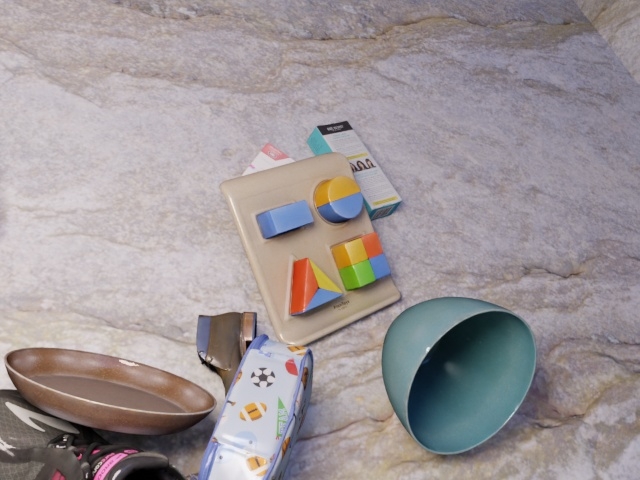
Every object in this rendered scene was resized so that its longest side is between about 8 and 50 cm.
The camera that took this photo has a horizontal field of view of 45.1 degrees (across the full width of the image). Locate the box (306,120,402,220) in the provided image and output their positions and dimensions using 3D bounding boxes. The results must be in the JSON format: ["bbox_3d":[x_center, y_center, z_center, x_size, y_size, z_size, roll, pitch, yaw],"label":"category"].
[{"bbox_3d":[0.075,-0.160,1.762,0.101,0.060,0.244,-17,66,-38],"label":"box"}]

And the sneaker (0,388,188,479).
[{"bbox_3d":[-0.290,0.327,1.040,0.483,0.202,0.185,29,34,15],"label":"sneaker"}]

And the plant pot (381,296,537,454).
[{"bbox_3d":[0.226,0.221,1.440,0.290,0.290,0.195,-1,21,-30],"label":"plant pot"}]

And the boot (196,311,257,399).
[{"bbox_3d":[-0.172,0.222,1.334,0.106,0.082,0.219,5,55,0],"label":"boot"}]

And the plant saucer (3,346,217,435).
[{"bbox_3d":[-0.309,0.223,1.133,0.311,0.311,0.050,16,88,-19],"label":"plant saucer"}]

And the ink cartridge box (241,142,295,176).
[{"bbox_3d":[-0.116,-0.102,1.603,0.115,0.067,0.198,35,45,-4],"label":"ink cartridge box"}]

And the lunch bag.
[{"bbox_3d":[-0.100,0.317,1.181,0.115,0.243,0.303,16,46,8],"label":"lunch bag"}]

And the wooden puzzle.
[{"bbox_3d":[0.000,0.000,1.525,0.322,0.080,0.347,-20,86,-39],"label":"wooden puzzle"}]
